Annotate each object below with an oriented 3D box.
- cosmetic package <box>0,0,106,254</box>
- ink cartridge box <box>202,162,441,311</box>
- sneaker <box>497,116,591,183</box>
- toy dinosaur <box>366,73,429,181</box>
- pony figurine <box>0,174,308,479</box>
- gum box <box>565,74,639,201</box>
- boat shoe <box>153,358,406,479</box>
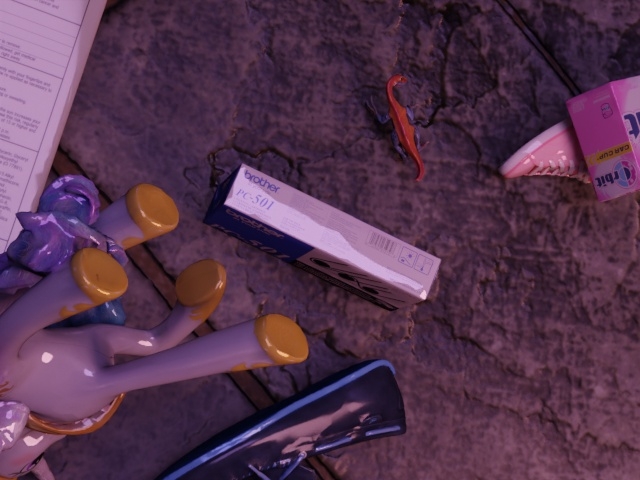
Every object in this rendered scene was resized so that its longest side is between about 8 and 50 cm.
[{"bbox_3d":[-0.302,-0.123,1.280,0.160,0.113,0.309,20,75,-12],"label":"cosmetic package"},{"bbox_3d":[0.000,0.000,1.354,0.207,0.097,0.046,26,75,-11],"label":"ink cartridge box"},{"bbox_3d":[0.247,-0.081,1.463,0.134,0.051,0.070,-29,84,-23],"label":"sneaker"},{"bbox_3d":[0.084,-0.118,1.413,0.047,0.090,0.082,-27,133,-9],"label":"toy dinosaur"},{"bbox_3d":[-0.249,0.094,1.096,0.351,0.363,0.302,23,44,-44],"label":"pony figurine"},{"bbox_3d":[0.342,-0.113,1.462,0.188,0.062,0.107,-16,86,-41],"label":"gum box"},{"bbox_3d":[-0.028,0.194,1.309,0.258,0.109,0.089,-25,91,-17],"label":"boat shoe"}]
